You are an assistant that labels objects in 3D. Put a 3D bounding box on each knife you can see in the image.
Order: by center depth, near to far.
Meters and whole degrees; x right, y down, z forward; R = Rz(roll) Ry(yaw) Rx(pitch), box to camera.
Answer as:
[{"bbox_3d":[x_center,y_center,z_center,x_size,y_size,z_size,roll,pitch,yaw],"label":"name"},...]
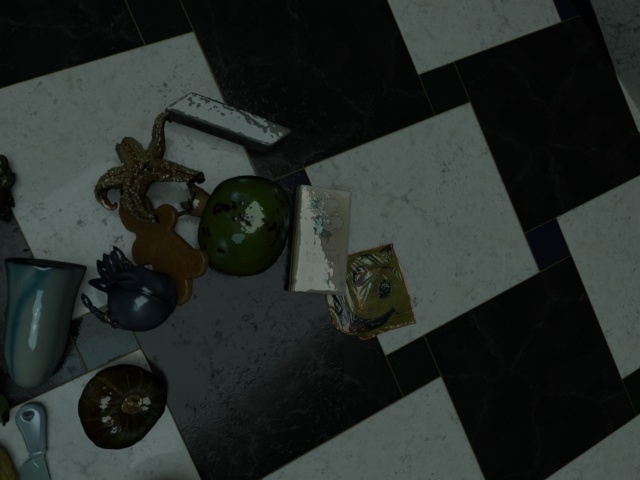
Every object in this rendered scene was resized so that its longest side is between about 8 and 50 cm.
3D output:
[{"bbox_3d":[-0.741,0.588,1.290,0.080,0.044,0.331,-7,92,-16],"label":"knife"}]

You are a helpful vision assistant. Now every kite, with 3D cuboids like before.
[{"bbox_3d":[0.163,0.154,1.579,0.378,0.013,0.327,27,79,-12],"label":"kite"}]

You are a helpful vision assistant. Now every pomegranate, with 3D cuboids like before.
[{"bbox_3d":[-0.232,-0.060,1.343,0.323,0.291,0.290,32,79,-20],"label":"pomegranate"}]

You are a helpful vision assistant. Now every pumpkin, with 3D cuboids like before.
[{"bbox_3d":[-0.526,0.430,1.299,0.219,0.162,0.218,4,85,-42],"label":"pumpkin"}]

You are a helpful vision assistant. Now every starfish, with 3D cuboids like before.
[{"bbox_3d":[-0.448,-0.188,1.299,0.303,0.113,0.312,9,71,21],"label":"starfish"}]

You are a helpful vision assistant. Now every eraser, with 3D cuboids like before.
[{"bbox_3d":[-0.264,-0.336,1.441,0.353,0.111,0.077,17,82,-14],"label":"eraser"}]

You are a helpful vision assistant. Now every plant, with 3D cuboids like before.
[{"bbox_3d":[-0.838,-0.135,1.292,0.087,0.085,0.174,12,77,-39],"label":"plant"}]

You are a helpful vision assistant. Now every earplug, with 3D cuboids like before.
[{"bbox_3d":[-0.717,0.214,1.254,0.185,0.185,0.323,9,89,-15],"label":"earplug"}]

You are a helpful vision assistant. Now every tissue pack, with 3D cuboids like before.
[{"bbox_3d":[0.000,0.000,1.509,0.170,0.071,0.325,5,84,-15],"label":"tissue pack"}]

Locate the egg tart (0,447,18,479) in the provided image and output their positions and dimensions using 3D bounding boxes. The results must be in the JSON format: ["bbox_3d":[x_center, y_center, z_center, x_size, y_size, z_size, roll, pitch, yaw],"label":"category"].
[{"bbox_3d":[-0.910,0.619,1.192,0.319,0.128,0.318,0,88,-14],"label":"egg tart"}]

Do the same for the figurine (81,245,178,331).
[{"bbox_3d":[-0.488,0.130,1.277,0.175,0.265,0.197,25,74,-48],"label":"figurine"}]

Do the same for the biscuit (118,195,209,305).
[{"bbox_3d":[-0.431,-0.002,1.347,0.340,0.047,0.216,45,114,15],"label":"biscuit"}]

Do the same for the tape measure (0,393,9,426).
[{"bbox_3d":[-0.885,0.394,1.233,0.178,0.087,0.154,-3,99,-14],"label":"tape measure"}]
